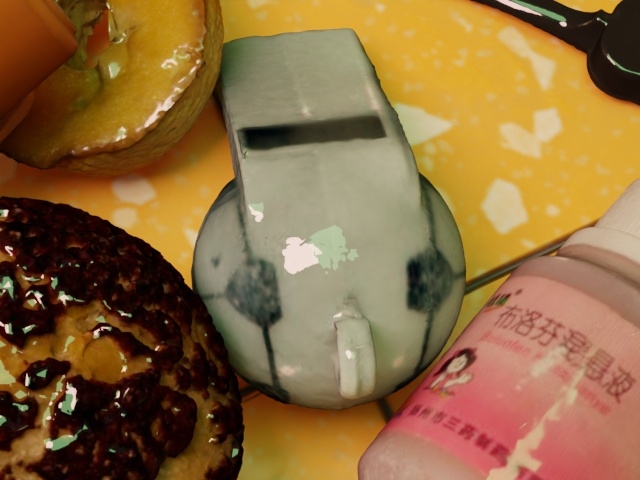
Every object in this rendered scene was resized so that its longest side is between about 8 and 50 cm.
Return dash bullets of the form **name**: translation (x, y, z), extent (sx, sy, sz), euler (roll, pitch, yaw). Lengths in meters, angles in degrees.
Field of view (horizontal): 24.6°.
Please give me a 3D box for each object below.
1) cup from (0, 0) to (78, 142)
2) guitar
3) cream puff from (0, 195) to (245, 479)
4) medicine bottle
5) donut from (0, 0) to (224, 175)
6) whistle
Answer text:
- **cup**: translation (-0.258, -0.064, 0.771), extent (0.264, 0.226, 0.182), euler (-38, 66, -1)
- **guitar**: translation (0.165, -0.141, 0.948), extent (0.271, 0.038, 0.083), euler (26, 66, 8)
- **cream puff**: translation (-0.151, 0.100, 0.720), extent (0.239, 0.165, 0.239), euler (-6, 111, -14)
- **medicine bottle**: translation (0.140, 0.082, 0.794), extent (0.147, 0.147, 0.247), euler (37, 70, 12)
- **donut**: translation (-0.129, -0.120, 0.883), extent (0.162, 0.065, 0.178), euler (-9, 68, 23)
- **whistle**: translation (0.000, 0.000, 0.837), extent (0.164, 0.163, 0.289), euler (-5, 29, -6)
